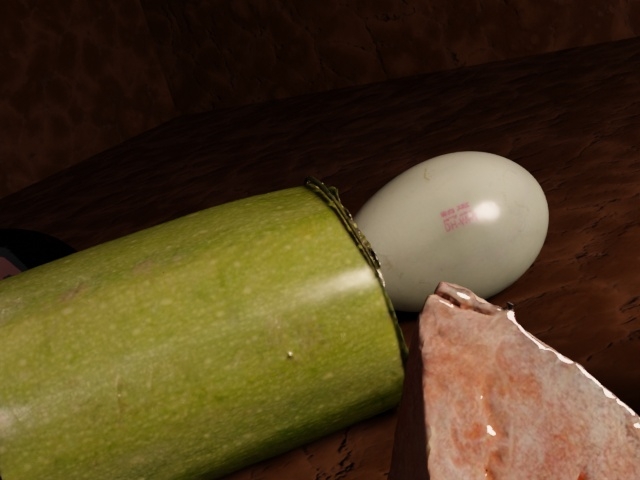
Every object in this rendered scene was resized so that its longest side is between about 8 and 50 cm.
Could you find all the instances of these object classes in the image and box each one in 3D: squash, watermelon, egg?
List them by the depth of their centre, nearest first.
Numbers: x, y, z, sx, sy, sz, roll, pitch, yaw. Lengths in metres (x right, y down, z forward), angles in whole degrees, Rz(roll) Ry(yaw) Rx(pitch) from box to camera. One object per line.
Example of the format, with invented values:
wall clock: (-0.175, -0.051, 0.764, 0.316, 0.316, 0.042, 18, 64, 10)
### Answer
watermelon: (0.127, 0.178, 0.694, 0.283, 0.293, 0.250, -22, -13, -15)
squash: (-0.129, 0.109, 1.122, 0.384, 0.263, 0.263, -20, 16, -10)
egg: (0.147, -0.006, 1.378, 0.264, 0.183, 0.183, -22, 15, 8)

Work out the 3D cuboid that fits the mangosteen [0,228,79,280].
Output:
mangosteen: (-0.370, 0.129, 1.352, 0.275, 0.302, 0.275, -7, 60, 12)
